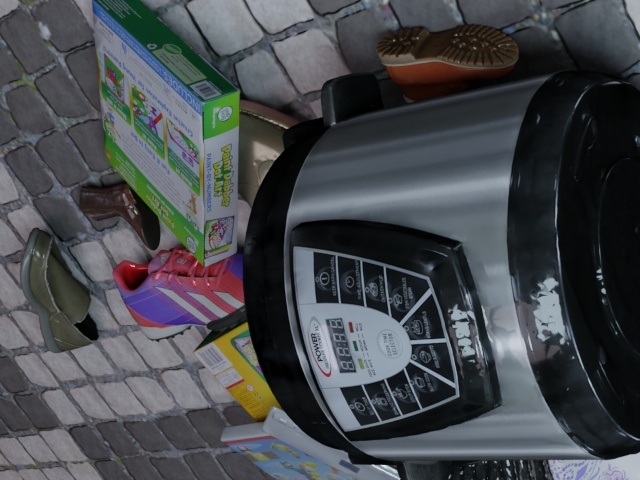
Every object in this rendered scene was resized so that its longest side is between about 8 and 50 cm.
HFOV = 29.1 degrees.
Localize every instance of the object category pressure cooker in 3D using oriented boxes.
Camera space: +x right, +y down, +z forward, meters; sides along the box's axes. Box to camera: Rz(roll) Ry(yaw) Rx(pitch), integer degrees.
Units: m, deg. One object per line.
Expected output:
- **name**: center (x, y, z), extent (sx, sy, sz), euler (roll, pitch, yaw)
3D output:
- **pressure cooker**: center (0.128, 0.043, 1.229), extent (0.420, 0.370, 0.375), euler (-7, 144, 37)

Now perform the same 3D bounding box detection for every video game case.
- **video game case**: center (0.021, 0.337, 1.767), extent (0.204, 0.025, 0.285), euler (-15, 134, 43)

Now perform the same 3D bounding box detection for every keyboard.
- **keyboard**: center (0.041, 0.294, 1.639), extent (0.256, 0.014, 0.072), euler (27, 150, 2)

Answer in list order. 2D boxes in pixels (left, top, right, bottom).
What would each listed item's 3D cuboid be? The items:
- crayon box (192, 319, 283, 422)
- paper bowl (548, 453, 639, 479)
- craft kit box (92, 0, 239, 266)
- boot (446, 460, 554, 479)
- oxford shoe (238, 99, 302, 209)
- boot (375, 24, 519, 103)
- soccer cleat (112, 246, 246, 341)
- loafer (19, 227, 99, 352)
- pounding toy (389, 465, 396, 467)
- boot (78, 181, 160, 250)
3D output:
- **crayon box**: center (-0.030, 0.147, 1.662), extent (0.165, 0.081, 0.278), euler (48, 138, -9)
- **paper bowl**: center (0.405, 0.222, 1.357), extent (0.284, 0.148, 0.284), euler (20, 135, 22)
- **craft kit box**: center (-0.186, -0.135, 1.482), extent (0.250, 0.061, 0.247), euler (45, 143, 34)
- **boot**: center (0.159, 0.296, 1.517), extent (0.348, 0.131, 0.260), euler (-29, 95, 11)
- **oxford shoe**: center (0.000, 0.000, 1.461), extent (0.397, 0.146, 0.140), euler (44, 141, -2)
- **boot**: center (0.141, -0.175, 1.281), extent (0.158, 0.059, 0.085), euler (7, 137, 37)
- **soccer cleat**: center (-0.167, 0.056, 1.667), extent (0.318, 0.108, 0.116), euler (-17, 116, 47)
- **loafer**: center (-0.390, 0.075, 1.875), extent (0.087, 0.094, 0.251), euler (0, 139, 6)
- **pounding toy**: center (0.153, 0.302, 1.648), extent (0.130, 0.100, 0.141), euler (-16, 114, 44)
- **boot**: center (-0.284, -0.032, 1.726), extent (0.114, 0.037, 0.106), euler (-6, 108, 36)
